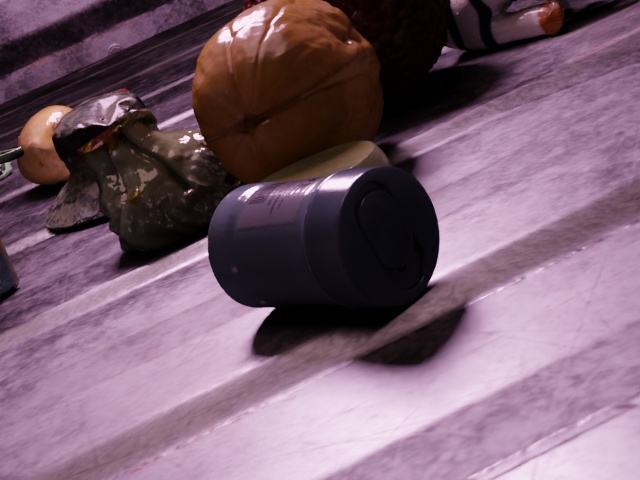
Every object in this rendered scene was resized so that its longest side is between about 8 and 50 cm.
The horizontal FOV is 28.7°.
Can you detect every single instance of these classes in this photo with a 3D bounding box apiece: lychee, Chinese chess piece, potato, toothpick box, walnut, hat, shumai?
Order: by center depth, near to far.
[{"bbox_3d":[0.000,0.000,0.923,0.101,0.101,0.153,-36,21,-35],"label":"toothpick box"},{"bbox_3d":[-0.001,-0.035,1.113,0.144,0.058,0.144,-22,15,6],"label":"Chinese chess piece"},{"bbox_3d":[-0.030,-0.148,1.255,0.193,0.193,0.225,-16,23,24],"label":"walnut"},{"bbox_3d":[-0.163,-0.085,1.335,0.184,0.142,0.184,-24,18,8],"label":"shumai"},{"bbox_3d":[0.033,-0.275,1.476,0.260,0.260,0.260,-21,17,7],"label":"lychee"},{"bbox_3d":[-0.269,-0.119,1.613,0.265,0.128,0.265,-21,20,8],"label":"hat"},{"bbox_3d":[-0.401,-0.140,1.881,0.109,0.118,0.178,8,-7,-18],"label":"potato"}]

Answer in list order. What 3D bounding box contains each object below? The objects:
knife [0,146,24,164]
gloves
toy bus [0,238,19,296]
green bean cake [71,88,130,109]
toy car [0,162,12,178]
[{"bbox_3d":[-0.434,-0.071,1.353,0.293,0.020,0.043,-8,17,31],"label":"knife"},{"bbox_3d":[0.241,-0.313,1.528,0.219,0.131,0.140,-23,17,37],"label":"gloves"},{"bbox_3d":[-0.486,0.060,1.292,0.194,0.162,0.323,-10,19,30],"label":"toy bus"},{"bbox_3d":[-0.392,-0.208,2.164,0.136,0.056,0.135,-21,18,10],"label":"green bean cake"},{"bbox_3d":[-0.610,-0.104,2.132,0.186,0.058,0.093,-13,6,-44],"label":"toy car"}]
